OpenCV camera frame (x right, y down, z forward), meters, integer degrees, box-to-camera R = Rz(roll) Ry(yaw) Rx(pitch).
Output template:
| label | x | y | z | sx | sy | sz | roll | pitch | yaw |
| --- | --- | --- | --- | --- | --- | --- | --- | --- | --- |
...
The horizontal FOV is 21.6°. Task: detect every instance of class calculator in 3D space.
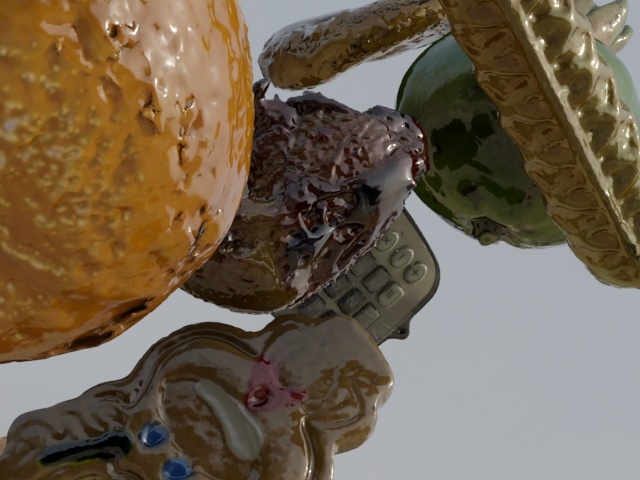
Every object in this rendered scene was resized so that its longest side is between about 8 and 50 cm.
| label | x | y | z | sx | sy | sz | roll | pitch | yaw |
| --- | --- | --- | --- | --- | --- | --- | --- | --- | --- |
| calculator | 0.000 | 0.000 | 1.701 | 0.268 | 0.177 | 0.040 | 50 | 6 | -5 |

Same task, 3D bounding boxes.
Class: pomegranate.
| label | x | y | z | sx | sy | sz | roll | pitch | yaw |
| --- | --- | --- | --- | --- | --- | --- | --- | --- | --- |
| pomegranate | 0.201 | -0.132 | 1.565 | 0.236 | 0.302 | 0.236 | 24 | -28 | 13 |

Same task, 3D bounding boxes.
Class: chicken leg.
| label | x | y | z | sx | sy | sz | roll | pitch | yaw |
| --- | --- | --- | --- | --- | --- | --- | --- | --- | --- |
| chicken leg | -0.045 | -0.031 | 1.379 | 0.177 | 0.322 | 0.083 | 58 | -22 | -6 |

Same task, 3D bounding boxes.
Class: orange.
| label | x | y | z | sx | sy | sz | roll | pitch | yaw |
| --- | --- | --- | --- | --- | --- | --- | --- | --- | --- |
| orange | -0.204 | -0.100 | 0.991 | 0.341 | 0.293 | 0.340 | -3 | -49 | -3 |

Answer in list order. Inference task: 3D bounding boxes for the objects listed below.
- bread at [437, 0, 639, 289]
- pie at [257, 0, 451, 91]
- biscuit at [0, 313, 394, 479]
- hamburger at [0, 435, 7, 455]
| label | x | y | z | sx | sy | sz | roll | pitch | yaw |
| --- | --- | --- | --- | --- | --- | --- | --- | --- | --- |
| bread | 0.168 | -0.103 | 1.196 | 0.084 | 0.077 | 0.367 | -10 | -51 | 32 |
| pie | 0.059 | -0.214 | 1.722 | 0.273 | 0.273 | 0.069 | -7 | -77 | 51 |
| biscuit | -0.095 | 0.148 | 1.317 | 0.320 | 0.183 | 0.047 | -6 | -34 | -5 |
| hamburger | -0.345 | 0.327 | 1.830 | 0.227 | 0.295 | 0.151 | 1 | -55 | -9 |
